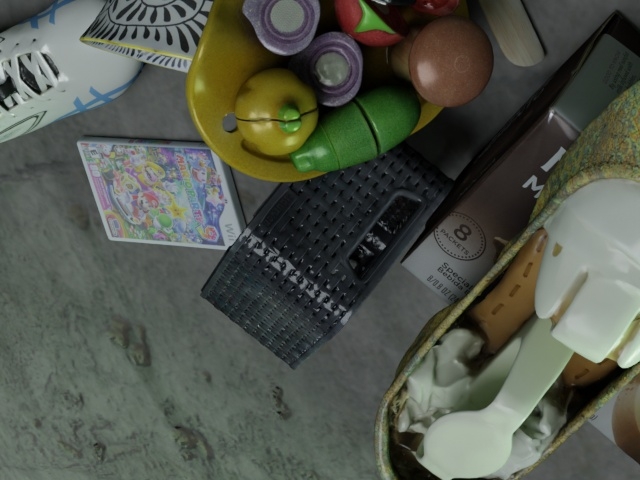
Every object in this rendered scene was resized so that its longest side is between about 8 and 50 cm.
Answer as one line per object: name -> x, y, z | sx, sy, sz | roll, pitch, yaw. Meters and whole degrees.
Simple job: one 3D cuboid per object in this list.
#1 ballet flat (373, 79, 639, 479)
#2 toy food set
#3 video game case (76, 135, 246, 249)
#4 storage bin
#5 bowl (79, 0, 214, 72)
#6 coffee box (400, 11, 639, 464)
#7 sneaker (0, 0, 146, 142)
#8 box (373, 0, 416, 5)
ballet flat -> 0.132, 0.042, 0.928 | 0.123, 0.123, 0.348 | 38, 134, 0
toy food set -> 0.033, -0.109, 0.976 | 0.071, 0.218, 0.128 | 29, 143, 65
video game case -> -0.114, -0.034, 1.259 | 0.122, 0.011, 0.087 | 4, 125, 29
storage bin -> 0.000, 0.000, 1.099 | 0.084, 0.122, 0.180 | 39, 163, 0
bowl -> -0.056, -0.141, 1.069 | 0.170, 0.170, 0.080 | 14, 92, 22
coffee box -> 0.220, 0.033, 1.031 | 0.297, 0.119, 0.168 | 41, 135, -2
sneaker -> -0.215, -0.109, 1.212 | 0.237, 0.086, 0.085 | -15, 113, 37
box -> -0.032, -0.274, 0.921 | 0.270, 0.060, 0.216 | 25, 102, 12
